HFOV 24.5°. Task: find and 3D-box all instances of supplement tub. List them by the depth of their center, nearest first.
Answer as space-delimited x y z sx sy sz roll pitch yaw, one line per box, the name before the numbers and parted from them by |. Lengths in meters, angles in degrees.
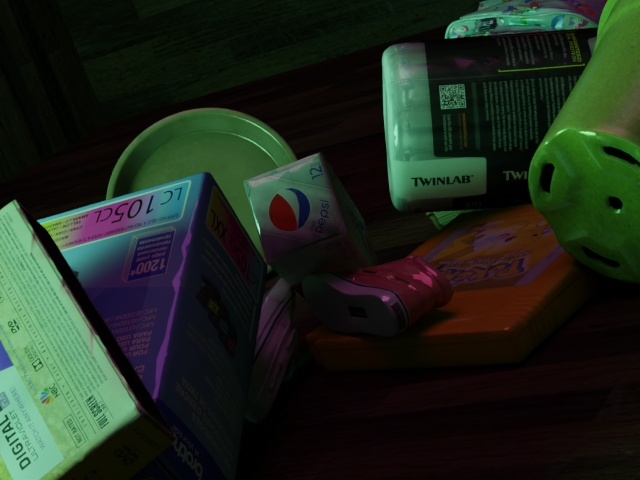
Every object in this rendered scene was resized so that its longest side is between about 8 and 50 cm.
supplement tub | 0.245 -0.144 1.750 0.338 0.207 0.207 -4 15 2

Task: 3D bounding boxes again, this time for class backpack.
backpack | 0.307 -0.225 2.030 0.253 0.225 0.191 -3 23 24

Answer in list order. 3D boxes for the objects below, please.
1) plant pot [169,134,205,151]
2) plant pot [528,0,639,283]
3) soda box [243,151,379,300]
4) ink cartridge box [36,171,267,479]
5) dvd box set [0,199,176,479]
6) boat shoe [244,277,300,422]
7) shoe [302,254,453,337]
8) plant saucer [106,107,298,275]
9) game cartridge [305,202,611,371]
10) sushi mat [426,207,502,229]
plant pot | -0.169 -0.071 2.188 0.293 0.196 0.293 -20 15 5
plant pot | 0.341 -0.101 1.449 0.276 0.276 0.254 -5 33 48
soda box | 0.000 0.000 1.622 0.091 0.098 0.286 -19 -16 6
ink cartridge box | -0.211 0.147 1.339 0.270 0.151 0.395 -16 42 21
dvd box set | -0.351 0.191 1.222 0.420 0.062 0.307 -40 46 -2
boat shoe | -0.061 0.123 1.564 0.083 0.076 0.226 -45 7 32
shoe | 0.057 0.054 1.503 0.081 0.063 0.178 -26 18 -27
plant saucer | -0.156 -0.050 2.029 0.278 0.278 0.041 -22 -18 -4
game cartridge | 0.174 0.041 1.567 0.285 0.053 0.323 -8 19 43
sushi mat | 0.277 -0.095 1.867 0.316 0.019 0.151 -23 45 -9
